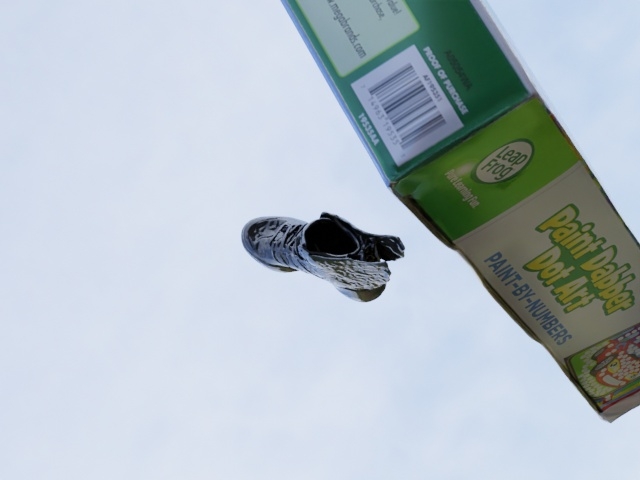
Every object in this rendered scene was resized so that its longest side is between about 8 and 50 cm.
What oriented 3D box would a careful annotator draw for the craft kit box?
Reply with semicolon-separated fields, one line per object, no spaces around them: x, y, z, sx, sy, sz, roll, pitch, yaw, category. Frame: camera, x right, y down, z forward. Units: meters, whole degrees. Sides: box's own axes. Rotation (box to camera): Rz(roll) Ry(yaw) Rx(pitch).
0.033;-0.078;0.696;0.061;0.250;0.246;-31;-29;6;craft kit box

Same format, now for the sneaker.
-0.001;0.002;1.630;0.051;0.170;0.089;-58;-27;-18;sneaker
